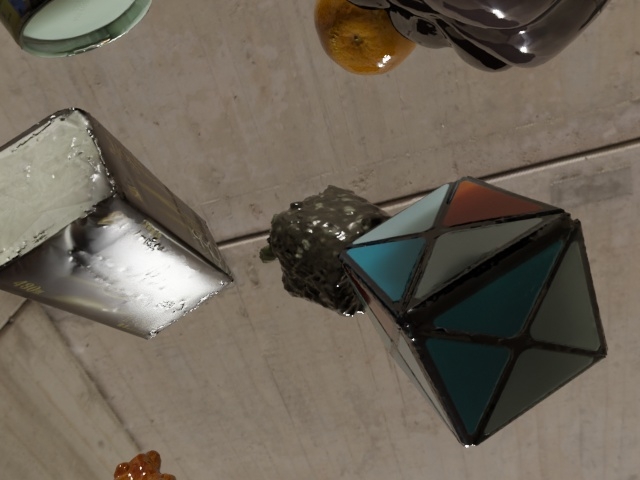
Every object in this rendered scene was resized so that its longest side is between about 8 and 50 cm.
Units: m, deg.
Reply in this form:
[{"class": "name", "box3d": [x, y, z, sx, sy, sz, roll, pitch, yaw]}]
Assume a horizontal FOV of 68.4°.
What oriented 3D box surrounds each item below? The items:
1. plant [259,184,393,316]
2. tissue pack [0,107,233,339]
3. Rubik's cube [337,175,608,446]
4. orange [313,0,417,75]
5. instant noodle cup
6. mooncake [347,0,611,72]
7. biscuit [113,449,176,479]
[{"class": "plant", "box3d": [0.000, 0.000, 0.959, 0.215, 0.312, 0.213, -29, -49, -29]}, {"class": "tissue pack", "box3d": [-0.316, -0.001, 0.740, 0.210, 0.198, 0.370, -36, -26, -1]}, {"class": "Rubik's cube", "box3d": [0.207, 0.085, 0.673, 0.246, 0.250, 0.248, -32, -65, -5]}, {"class": "orange", "box3d": [0.071, -0.319, 0.670, 0.159, 0.136, 0.159, 16, -34, 11]}, {"class": "instant noodle cup", "box3d": [-0.409, -0.438, 0.725, 0.296, 0.296, 0.214, -27, -81, 15]}, {"class": "mooncake", "box3d": [0.102, -0.263, 0.393, 0.306, 0.306, 0.154, 24, -74, -13]}, {"class": "biscuit", "box3d": [-0.245, 0.475, 0.586, 0.110, 0.312, 0.318, 6, -86, -16]}]
